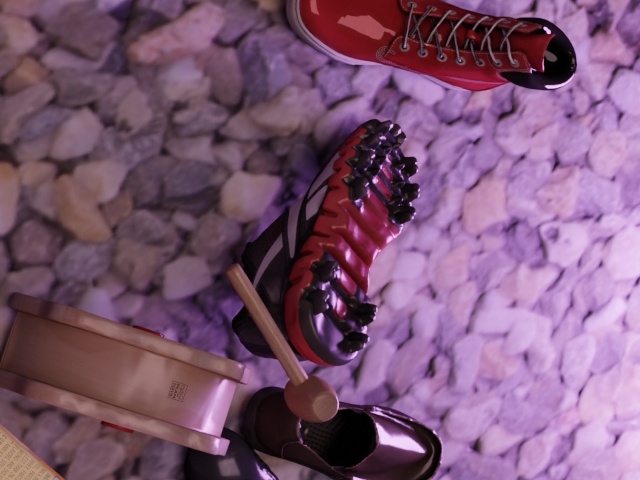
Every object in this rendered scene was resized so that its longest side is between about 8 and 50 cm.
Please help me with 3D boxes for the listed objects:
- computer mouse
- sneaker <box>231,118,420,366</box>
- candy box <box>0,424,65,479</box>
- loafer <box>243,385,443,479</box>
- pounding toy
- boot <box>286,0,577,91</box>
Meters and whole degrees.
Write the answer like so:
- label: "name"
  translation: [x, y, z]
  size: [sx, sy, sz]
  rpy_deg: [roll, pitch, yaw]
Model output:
- label: "computer mouse"
  translation: [-0.039, 0.260, 1.509]
  size: [0.071, 0.041, 0.242]
  rpy_deg: [-49, 115, -24]
- label: "sneaker"
  translation: [0.000, 0.000, 1.487]
  size: [0.098, 0.135, 0.276]
  rpy_deg: [50, 44, -31]
- label: "candy box"
  translation: [-0.233, 0.206, 1.239]
  size: [0.316, 0.183, 0.087]
  rpy_deg: [42, 71, -12]
- label: "loafer"
  translation: [0.033, 0.190, 1.540]
  size: [0.220, 0.078, 0.080]
  rpy_deg: [14, 87, -35]
- label: "pounding toy"
  translation: [-0.124, 0.088, 1.389]
  size: [0.269, 0.154, 0.155]
  rpy_deg: [19, 83, -16]
- label: "boot"
  translation: [0.105, -0.188, 1.493]
  size: [0.244, 0.176, 0.088]
  rpy_deg: [13, 89, -34]
